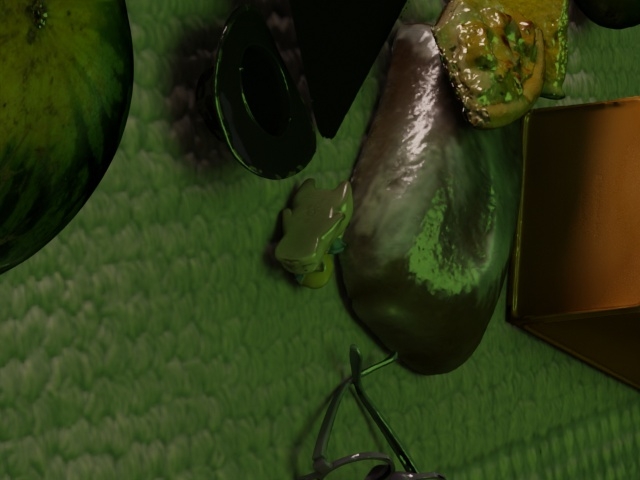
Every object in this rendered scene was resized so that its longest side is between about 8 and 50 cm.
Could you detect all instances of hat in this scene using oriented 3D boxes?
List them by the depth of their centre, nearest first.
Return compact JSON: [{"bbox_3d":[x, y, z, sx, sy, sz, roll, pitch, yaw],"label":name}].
[{"bbox_3d":[-0.050,-0.091,1.192,0.121,0.050,0.121,34,47,-48],"label":"hat"}]

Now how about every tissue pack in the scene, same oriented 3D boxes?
[{"bbox_3d":[0.294,0.009,1.582,0.274,0.145,0.194,27,61,-50],"label":"tissue pack"}]

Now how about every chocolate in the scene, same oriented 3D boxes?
[{"bbox_3d":[0.102,-0.036,1.370,0.157,0.080,0.254,44,50,-41],"label":"chocolate"}]

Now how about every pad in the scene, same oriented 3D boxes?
[{"bbox_3d":[-0.012,-0.262,1.271,0.323,0.055,0.250,58,37,-27],"label":"pad"}]

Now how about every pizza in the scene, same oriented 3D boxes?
[{"bbox_3d":[0.130,-0.140,1.364,0.099,0.036,0.160,52,32,-11],"label":"pizza"}]

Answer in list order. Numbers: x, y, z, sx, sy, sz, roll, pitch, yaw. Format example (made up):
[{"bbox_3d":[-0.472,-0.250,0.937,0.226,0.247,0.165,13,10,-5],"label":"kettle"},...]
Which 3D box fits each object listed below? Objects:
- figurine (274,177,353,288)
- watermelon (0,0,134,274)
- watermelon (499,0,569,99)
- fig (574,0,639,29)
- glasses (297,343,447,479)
[{"bbox_3d":[0.000,0.000,1.257,0.083,0.047,0.050,-61,142,-34],"label":"figurine"},{"bbox_3d":[-0.214,-0.087,0.796,0.269,0.269,0.268,14,73,-53],"label":"watermelon"},{"bbox_3d":[0.147,-0.205,1.462,0.075,0.092,0.181,8,85,-40],"label":"watermelon"},{"bbox_3d":[0.283,-0.265,1.657,0.177,0.117,0.117,-50,125,-58],"label":"fig"},{"bbox_3d":[0.031,0.129,1.290,0.140,0.062,0.103,24,43,-51],"label":"glasses"}]
